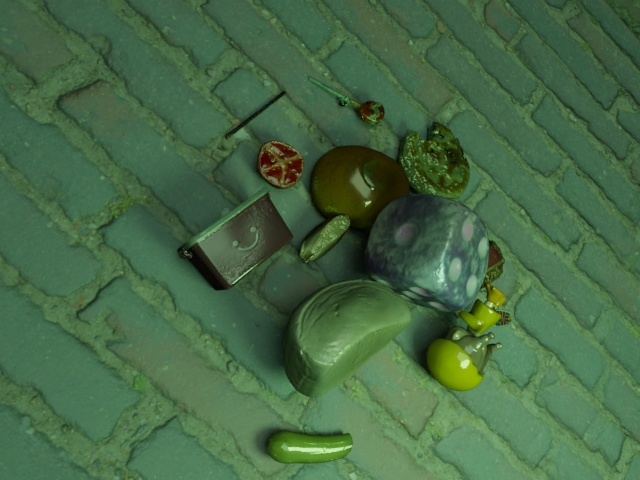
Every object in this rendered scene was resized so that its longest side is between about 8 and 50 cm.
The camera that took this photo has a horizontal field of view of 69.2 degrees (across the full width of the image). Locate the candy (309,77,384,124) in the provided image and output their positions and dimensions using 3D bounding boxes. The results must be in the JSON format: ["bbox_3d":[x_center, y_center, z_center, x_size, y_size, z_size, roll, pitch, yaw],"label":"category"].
[{"bbox_3d":[0.090,-0.484,1.583,0.287,0.084,0.078,28,74,-5],"label":"candy"}]

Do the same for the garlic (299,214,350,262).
[{"bbox_3d":[0.002,-0.002,1.419,0.195,0.101,0.087,-40,90,-18],"label":"garlic"}]

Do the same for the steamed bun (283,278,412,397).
[{"bbox_3d":[0.051,0.237,1.292,0.383,0.247,0.236,-24,61,-35],"label":"steamed bun"}]

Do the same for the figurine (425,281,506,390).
[{"bbox_3d":[0.464,0.301,1.445,0.215,0.187,0.344,30,89,-44],"label":"figurine"}]

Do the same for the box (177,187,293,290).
[{"bbox_3d":[-0.230,0.004,1.290,0.294,0.193,0.168,-39,102,-24],"label":"box"}]

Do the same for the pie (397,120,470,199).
[{"bbox_3d":[0.410,-0.275,1.655,0.302,0.067,0.303,5,75,-21],"label":"pie"}]

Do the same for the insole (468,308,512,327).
[{"bbox_3d":[0.602,0.274,1.636,0.193,0.006,0.065,5,76,-20],"label":"insole"}]

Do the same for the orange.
[{"bbox_3d":[0.143,-0.165,1.484,0.334,0.196,0.263,22,85,-22],"label":"orange"}]

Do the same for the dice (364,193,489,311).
[{"bbox_3d":[0.313,0.038,1.353,0.271,0.270,0.270,36,70,-43],"label":"dice"}]

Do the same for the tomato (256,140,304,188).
[{"bbox_3d":[-0.130,-0.225,1.436,0.155,0.069,0.156,6,73,-21],"label":"tomato"}]

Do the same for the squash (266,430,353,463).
[{"bbox_3d":[-0.030,0.575,1.291,0.249,0.083,0.083,10,75,-21],"label":"squash"}]

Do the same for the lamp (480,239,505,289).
[{"bbox_3d":[0.485,0.094,1.550,0.273,0.177,0.177,-25,88,-25],"label":"lamp"}]

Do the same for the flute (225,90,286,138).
[{"bbox_3d":[-0.204,-0.404,1.479,0.014,0.014,0.269,47,66,-5],"label":"flute"}]
